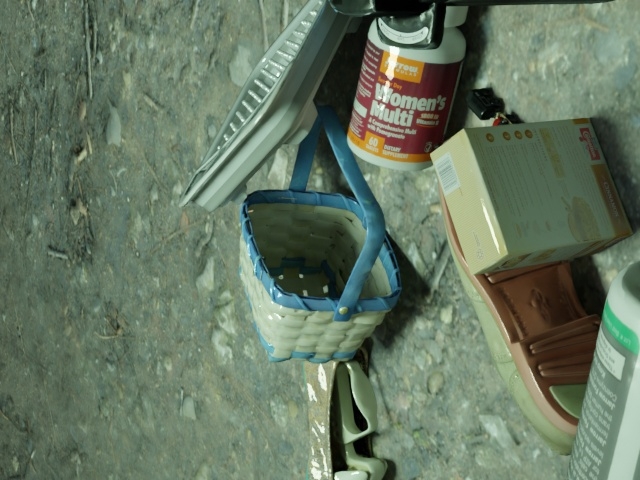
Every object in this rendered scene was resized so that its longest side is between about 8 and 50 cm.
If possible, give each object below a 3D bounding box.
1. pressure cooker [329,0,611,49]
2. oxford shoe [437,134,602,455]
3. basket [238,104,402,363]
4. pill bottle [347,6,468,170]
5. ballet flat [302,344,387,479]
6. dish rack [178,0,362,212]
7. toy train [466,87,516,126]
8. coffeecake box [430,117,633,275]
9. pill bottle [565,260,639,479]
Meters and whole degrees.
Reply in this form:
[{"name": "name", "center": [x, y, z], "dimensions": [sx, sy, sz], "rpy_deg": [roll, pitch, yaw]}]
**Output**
[{"name": "pressure cooker", "center": [0.145, -0.398, 1.273], "dimensions": [0.375, 0.421, 0.369], "rpy_deg": [-51, 54, 47]}, {"name": "oxford shoe", "center": [0.216, 0.061, 1.527], "dimensions": [0.146, 0.141, 0.396], "rpy_deg": [106, 151, -59]}, {"name": "basket", "center": [0.000, 0.000, 1.757], "dimensions": [0.254, 0.201, 0.289], "rpy_deg": [-110, 25, -43]}, {"name": "pill bottle", "center": [0.110, -0.206, 1.634], "dimensions": [0.121, 0.121, 0.221], "rpy_deg": [42, 130, 44]}, {"name": "ballet flat", "center": [0.037, 0.286, 1.871], "dimensions": [0.106, 0.108, 0.315], "rpy_deg": [-6, 93, 43]}, {"name": "dish rack", "center": [-0.053, -0.192, 1.778], "dimensions": [0.285, 0.072, 0.332], "rpy_deg": [-43, 18, 48]}, {"name": "toy train", "center": [0.220, -0.127, 1.563], "dimensions": [0.158, 0.036, 0.027], "rpy_deg": [53, 137, 36]}, {"name": "coffeecake box", "center": [0.228, -0.050, 1.435], "dimensions": [0.068, 0.186, 0.142], "rpy_deg": [-37, 66, 53]}, {"name": "pill bottle", "center": [0.347, 0.216, 1.300], "dimensions": [0.204, 0.204, 0.361], "rpy_deg": [35, 125, 47]}]
